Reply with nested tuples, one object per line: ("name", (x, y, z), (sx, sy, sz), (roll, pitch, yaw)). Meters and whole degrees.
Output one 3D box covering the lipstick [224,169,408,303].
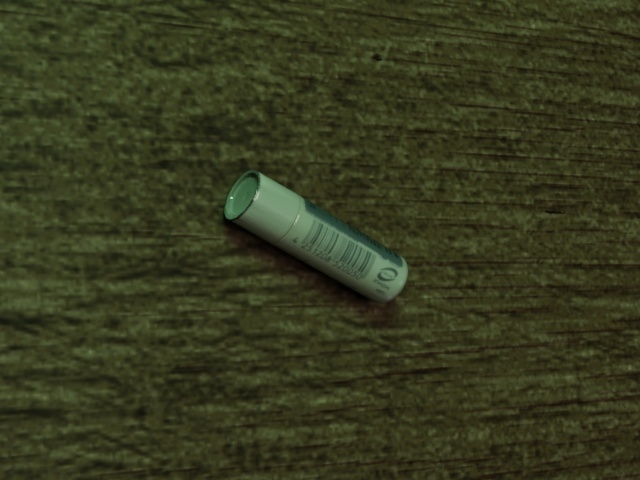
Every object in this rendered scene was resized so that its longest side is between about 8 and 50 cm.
("lipstick", (0.000, 0.000, 1.025), (0.141, 0.040, 0.040), (29, 65, -28))
